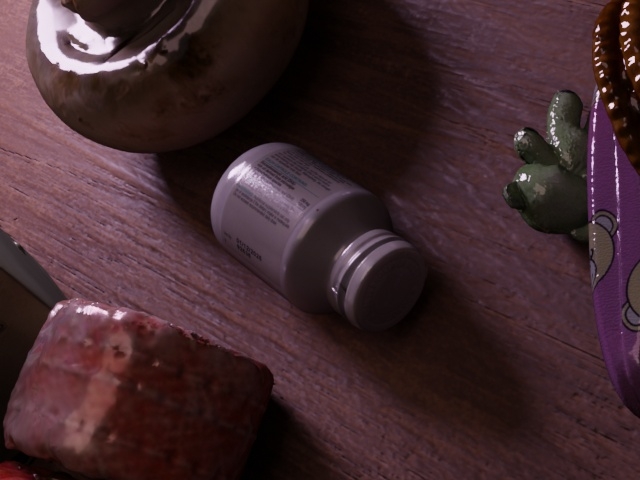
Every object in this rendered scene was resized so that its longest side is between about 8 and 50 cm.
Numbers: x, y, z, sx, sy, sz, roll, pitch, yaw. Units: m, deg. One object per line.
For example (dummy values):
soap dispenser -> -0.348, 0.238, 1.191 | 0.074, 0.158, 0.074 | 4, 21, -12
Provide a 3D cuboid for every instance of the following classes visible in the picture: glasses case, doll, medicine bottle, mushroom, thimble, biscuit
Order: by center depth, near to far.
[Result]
biscuit -> 0.311, -0.115, 0.934 | 0.066, 0.220, 0.220 | -34, 49, 47
glasses case -> 0.273, -0.002, 0.959 | 0.076, 0.123, 0.316 | -14, 60, 34
doll -> 0.229, -0.069, 1.067 | 0.115, 0.077, 0.150 | 26, 69, 2
thimble -> -0.172, 0.160, 1.102 | 0.239, 0.239, 0.162 | 11, 76, 37
medicine bottle -> 0.000, 0.000, 1.136 | 0.215, 0.135, 0.135 | 35, 89, 40
mushroom -> -0.195, -0.282, 1.305 | 0.362, 0.294, 0.362 | -15, 61, 29

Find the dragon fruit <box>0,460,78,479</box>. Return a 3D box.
dragon fruit -> -0.246, 0.318, 1.123 | 0.205, 0.152, 0.317 | -145, 46, -62

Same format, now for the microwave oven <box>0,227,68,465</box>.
microwave oven -> -0.483, 0.142, 1.249 | 0.394, 0.333, 0.247 | -41, 56, -6
